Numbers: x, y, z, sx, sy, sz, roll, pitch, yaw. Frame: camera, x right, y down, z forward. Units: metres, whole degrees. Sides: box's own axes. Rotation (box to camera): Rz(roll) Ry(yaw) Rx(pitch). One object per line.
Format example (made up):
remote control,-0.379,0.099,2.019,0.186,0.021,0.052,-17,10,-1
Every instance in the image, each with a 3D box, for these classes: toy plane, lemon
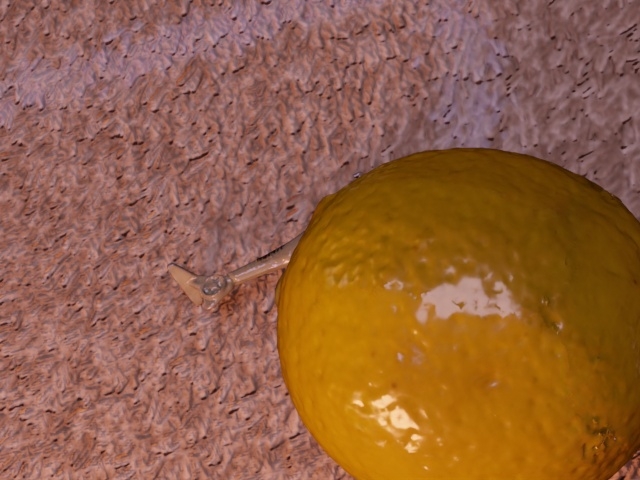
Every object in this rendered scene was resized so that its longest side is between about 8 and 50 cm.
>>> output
toy plane,0.000,0.000,1.813,0.286,0.092,0.108,-26,45,7
lemon,0.129,0.078,1.626,0.336,0.336,0.336,-5,70,16
